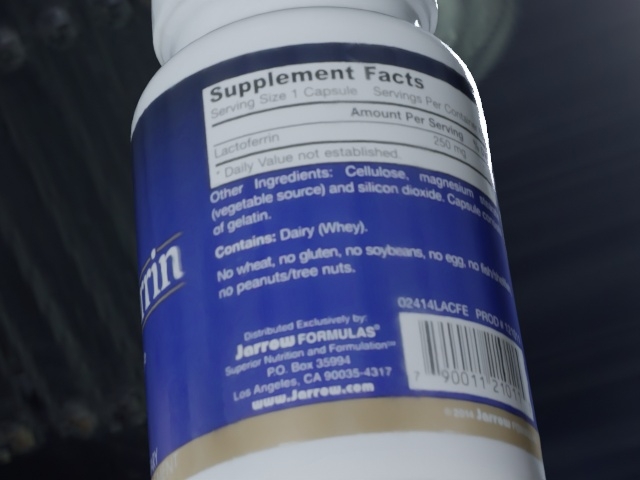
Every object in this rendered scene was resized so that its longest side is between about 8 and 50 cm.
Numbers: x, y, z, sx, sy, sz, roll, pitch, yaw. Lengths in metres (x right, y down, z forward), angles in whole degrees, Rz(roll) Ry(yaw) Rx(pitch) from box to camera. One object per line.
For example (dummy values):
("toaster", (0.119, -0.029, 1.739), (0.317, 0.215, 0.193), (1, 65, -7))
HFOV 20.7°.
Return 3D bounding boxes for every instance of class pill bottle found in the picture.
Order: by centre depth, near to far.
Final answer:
("pill bottle", (0.000, 0.000, 0.722), (0.153, 0.153, 0.265), (35, -138, -53))
